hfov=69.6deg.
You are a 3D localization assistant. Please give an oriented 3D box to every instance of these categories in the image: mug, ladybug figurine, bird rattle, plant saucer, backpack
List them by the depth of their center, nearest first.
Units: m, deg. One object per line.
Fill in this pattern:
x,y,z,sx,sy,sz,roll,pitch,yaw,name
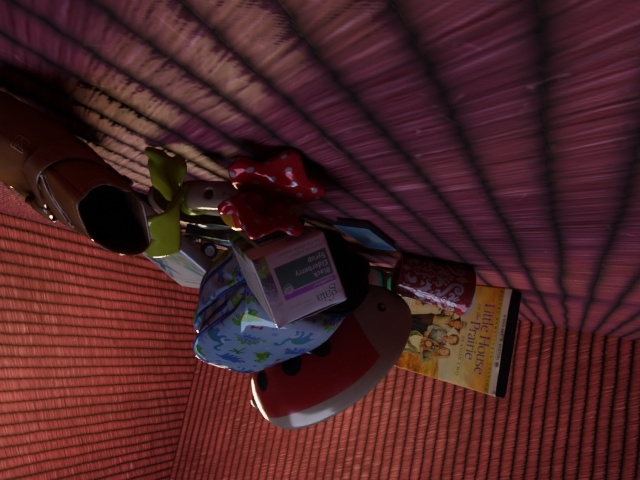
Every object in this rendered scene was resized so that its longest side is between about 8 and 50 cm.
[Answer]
-0.104,-0.060,0.602,0.253,0.143,0.207,-6,177,22,bird rattle
0.090,-0.009,0.874,0.067,0.018,0.192,7,172,26,plant saucer
-0.118,0.128,0.954,0.290,0.273,0.355,25,153,-36,backpack
0.252,0.110,1.076,0.169,0.113,0.150,16,131,-2,mug
0.001,0.255,1.085,0.162,0.449,0.305,48,-173,-26,ladybug figurine

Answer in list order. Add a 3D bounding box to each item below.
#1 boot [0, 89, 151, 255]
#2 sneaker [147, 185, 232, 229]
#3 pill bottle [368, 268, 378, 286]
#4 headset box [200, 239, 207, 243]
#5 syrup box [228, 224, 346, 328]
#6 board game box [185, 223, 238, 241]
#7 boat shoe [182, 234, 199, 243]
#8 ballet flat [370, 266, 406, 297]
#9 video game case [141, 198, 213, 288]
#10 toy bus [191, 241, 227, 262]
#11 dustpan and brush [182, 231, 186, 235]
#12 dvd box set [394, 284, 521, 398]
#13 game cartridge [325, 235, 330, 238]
-0.270,-0.060,0.538,0.220,0.109,0.283,32,163,14,boot
-0.229,-0.054,0.833,0.192,0.064,0.086,15,167,-42,sneaker
0.036,0.109,1.274,0.153,0.153,0.265,3,168,44,pill bottle
-0.345,0.003,1.497,0.083,0.032,0.062,2,168,40,headset box
-0.057,0.032,0.643,0.093,0.096,0.237,-23,-167,-14,syrup box
-0.258,-0.004,1.309,0.160,0.039,0.211,9,173,16,board game box
-0.446,0.020,1.503,0.083,0.065,0.183,-23,179,-27,boat shoe
0.223,0.139,1.419,0.106,0.107,0.316,9,177,-41,ballet flat
-0.393,0.014,1.133,0.300,0.036,0.329,-1,139,51,video game case
-0.262,0.094,1.392,0.333,0.130,0.108,17,171,-35,toy bus
-0.533,-0.024,1.496,0.211,0.060,0.147,20,-173,-37,dustpan and brush
0.396,0.284,1.443,0.062,0.307,0.420,20,169,-36,dvd box set
0.000,0.000,1.067,0.056,0.017,0.083,13,173,15,game cartridge
